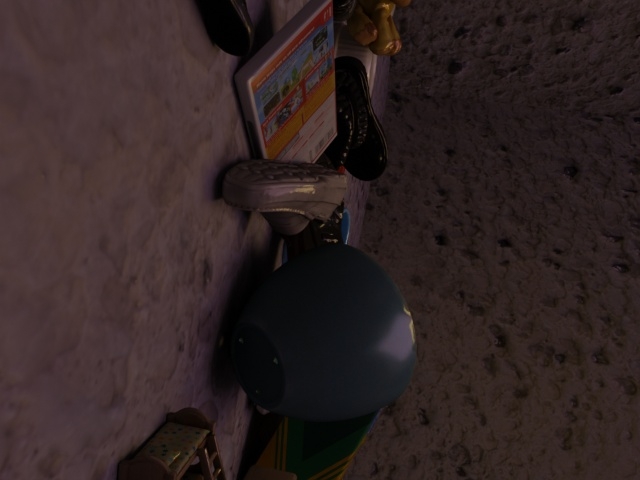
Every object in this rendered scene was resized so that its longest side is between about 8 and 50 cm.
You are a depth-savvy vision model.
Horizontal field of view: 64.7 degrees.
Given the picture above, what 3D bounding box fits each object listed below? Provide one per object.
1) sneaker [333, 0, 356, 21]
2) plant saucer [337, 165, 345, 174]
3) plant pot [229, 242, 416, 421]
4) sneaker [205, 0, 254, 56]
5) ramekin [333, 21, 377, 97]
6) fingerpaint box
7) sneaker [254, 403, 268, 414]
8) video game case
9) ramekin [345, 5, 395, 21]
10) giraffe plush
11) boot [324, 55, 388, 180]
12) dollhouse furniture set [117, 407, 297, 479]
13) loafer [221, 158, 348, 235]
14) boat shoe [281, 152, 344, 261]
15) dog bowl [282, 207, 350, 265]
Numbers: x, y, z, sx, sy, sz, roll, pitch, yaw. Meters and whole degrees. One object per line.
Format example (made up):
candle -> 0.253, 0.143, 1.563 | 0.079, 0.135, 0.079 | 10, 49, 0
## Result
sneaker -> 0.048, -0.573, 1.011 | 0.130, 0.087, 0.227 | -51, 152, -82
plant saucer -> 0.036, -0.212, 1.435 | 0.259, 0.048, 0.258 | 82, 19, -64
plant pot -> -0.025, 0.164, 0.799 | 0.196, 0.290, 0.290 | -15, 119, -43
sneaker -> -0.092, -0.273, 0.505 | 0.170, 0.051, 0.089 | 67, 37, -68
ramekin -> 0.081, -0.442, 1.290 | 0.207, 0.109, 0.207 | 9, 90, -81
fingerpaint box -> 0.015, 0.455, 1.178 | 0.371, 0.163, 0.444 | -56, 165, -14
sneaker -> -0.054, 0.214, 1.068 | 0.321, 0.127, 0.126 | -43, 162, -37
video game case -> -0.039, -0.202, 0.791 | 0.204, 0.025, 0.285 | -53, 160, -24
ramekin -> 0.131, -0.695, 1.274 | 0.277, 0.135, 0.277 | 9, 90, -81
giraffe plush -> 0.142, -0.545, 1.127 | 0.210, 0.171, 0.181 | 58, 34, 5
boot -> 0.060, -0.223, 1.176 | 0.260, 0.131, 0.347 | -76, 151, -45
dollhouse furniture set -> -0.118, 0.263, 0.502 | 0.182, 0.161, 0.101 | -41, 139, -78
loafer -> -0.044, -0.059, 0.767 | 0.319, 0.112, 0.111 | -11, 121, -64
boat shoe -> -0.027, -0.026, 0.992 | 0.123, 0.120, 0.323 | 13, 64, -46
dog bowl -> 0.000, 0.000, 1.191 | 0.297, 0.074, 0.165 | -38, 138, -65
